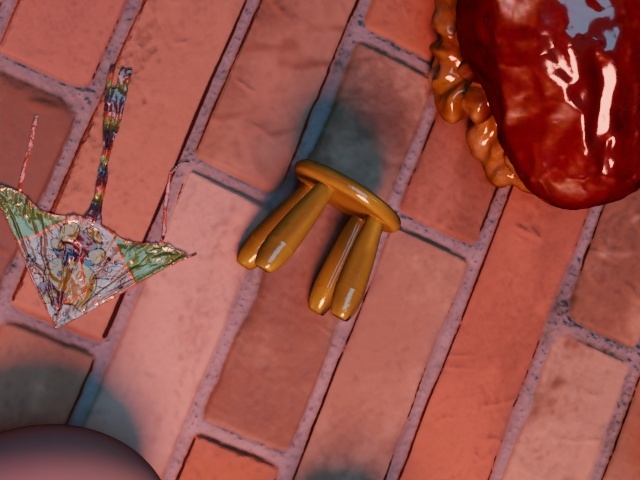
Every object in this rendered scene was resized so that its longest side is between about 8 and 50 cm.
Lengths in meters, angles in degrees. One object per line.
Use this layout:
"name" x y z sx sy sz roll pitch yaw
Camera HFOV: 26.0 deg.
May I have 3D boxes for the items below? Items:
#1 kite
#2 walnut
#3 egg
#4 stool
"kite" -0.198 -0.037 1.243 0.198 0.006 0.244 16 84 -15
"walnut" 0.221 -0.149 1.280 0.243 0.222 0.269 -15 102 15
"egg" -0.222 0.226 1.154 0.198 0.146 0.146 15 84 -9
"stool" 0.000 0.000 1.249 0.135 0.134 0.110 26 80 31
